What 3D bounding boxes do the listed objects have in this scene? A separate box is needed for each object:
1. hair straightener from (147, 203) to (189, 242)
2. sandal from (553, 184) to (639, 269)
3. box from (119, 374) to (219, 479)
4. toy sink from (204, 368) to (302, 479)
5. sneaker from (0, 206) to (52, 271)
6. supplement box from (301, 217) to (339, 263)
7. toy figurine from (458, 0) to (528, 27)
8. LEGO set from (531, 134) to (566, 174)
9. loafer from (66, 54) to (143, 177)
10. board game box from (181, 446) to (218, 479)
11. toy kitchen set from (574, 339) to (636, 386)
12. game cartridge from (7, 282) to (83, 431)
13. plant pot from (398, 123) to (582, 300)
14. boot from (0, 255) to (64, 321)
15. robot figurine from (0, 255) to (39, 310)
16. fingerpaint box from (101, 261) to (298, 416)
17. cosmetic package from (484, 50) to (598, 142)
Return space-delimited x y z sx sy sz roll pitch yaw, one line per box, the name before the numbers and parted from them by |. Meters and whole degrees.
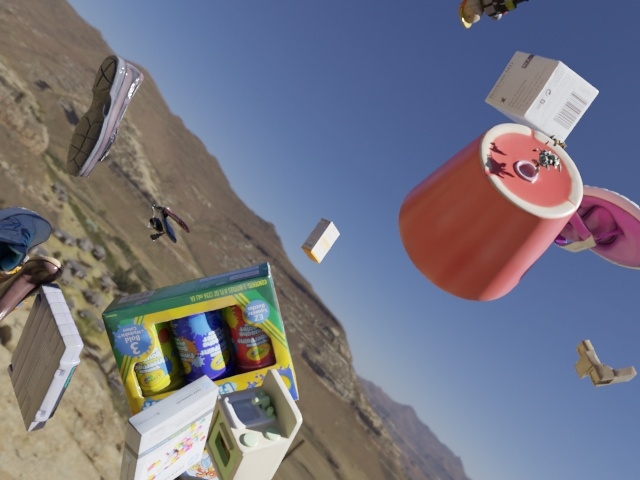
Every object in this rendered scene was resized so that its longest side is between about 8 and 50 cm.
hair straightener | -0.404 -0.043 1.380 0.230 0.089 0.047 35 -19 52
sandal | 0.513 -0.040 1.140 0.169 0.102 0.416 62 -7 -29
box | -0.240 0.317 0.861 0.038 0.145 0.186 36 -56 25
toy sink | -0.162 0.426 1.226 0.131 0.234 0.152 -2 40 -37
sneaker | -0.593 0.015 1.023 0.122 0.110 0.283 24 14 8
supplement box | 0.000 0.000 1.398 0.036 0.098 0.062 25 -19 34
toy figurine | 0.318 -0.540 1.077 0.148 0.209 0.212 -12 -65 29
LEGO set | 0.367 -0.138 0.872 0.054 0.083 0.023 24 -21 -6
loafer | -0.508 -0.284 1.309 0.109 0.302 0.095 27 7 34
board game box | -0.232 0.547 1.383 0.201 0.136 0.035 22 8 -21
toy kitchen set | 0.553 0.245 1.078 0.068 0.075 0.083 87 -7 -53
game cartridge | -0.739 0.317 1.462 0.068 0.355 0.230 -3 45 -51
plant pot | 0.311 -0.060 0.991 0.275 0.275 0.243 45 -32 10
boot | -0.786 0.153 1.404 0.090 0.249 0.206 54 30 -35
robot figurine | -0.931 0.125 1.608 0.211 0.291 0.085 37 39 -29
fingerpaint box | -0.316 0.298 1.509 0.163 0.446 0.370 -122 -160 -76
cosmetic package | 0.552 -0.364 1.381 0.152 0.151 0.183 23 17 -25
